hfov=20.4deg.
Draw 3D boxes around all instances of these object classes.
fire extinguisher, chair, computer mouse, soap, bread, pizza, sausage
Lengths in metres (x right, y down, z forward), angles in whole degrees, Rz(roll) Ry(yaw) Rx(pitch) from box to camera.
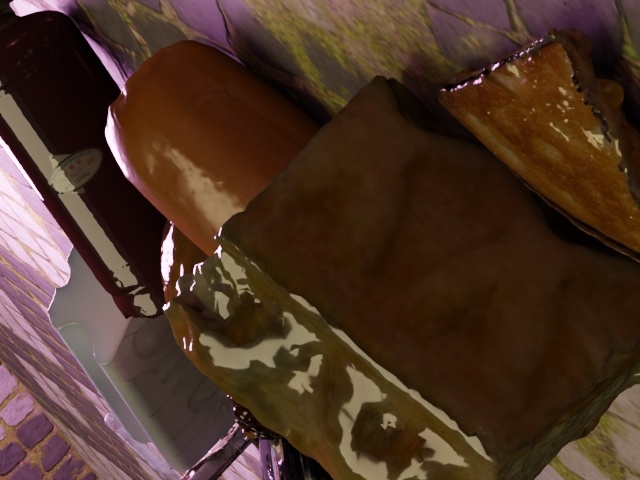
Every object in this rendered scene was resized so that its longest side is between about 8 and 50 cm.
[{"bbox_3d":[-0.221,-0.087,1.548,0.337,0.135,0.114,57,151,-14],"label":"fire extinguisher"},{"bbox_3d":[-0.129,0.258,2.204,0.270,0.136,0.147,44,163,6],"label":"chair"},{"bbox_3d":[-0.001,0.228,1.843,0.233,0.096,0.137,165,91,-74],"label":"computer mouse"},{"bbox_3d":[-0.153,0.087,1.775,0.095,0.173,0.289,31,159,34],"label":"soap"},{"bbox_3d":[0.061,0.052,1.095,0.252,0.238,0.196,48,168,12],"label":"bread"},{"bbox_3d":[0.126,-0.071,0.956,0.185,0.036,0.176,35,160,35],"label":"pizza"},{"bbox_3d":[0.002,-0.001,1.273,0.354,0.134,0.116,41,-157,11],"label":"sausage"}]

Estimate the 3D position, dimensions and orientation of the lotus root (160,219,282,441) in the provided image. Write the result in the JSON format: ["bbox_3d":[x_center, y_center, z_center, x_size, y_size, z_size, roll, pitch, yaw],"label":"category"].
[{"bbox_3d":[-0.047,0.040,1.465,0.169,0.141,0.314,28,147,35],"label":"lotus root"}]
